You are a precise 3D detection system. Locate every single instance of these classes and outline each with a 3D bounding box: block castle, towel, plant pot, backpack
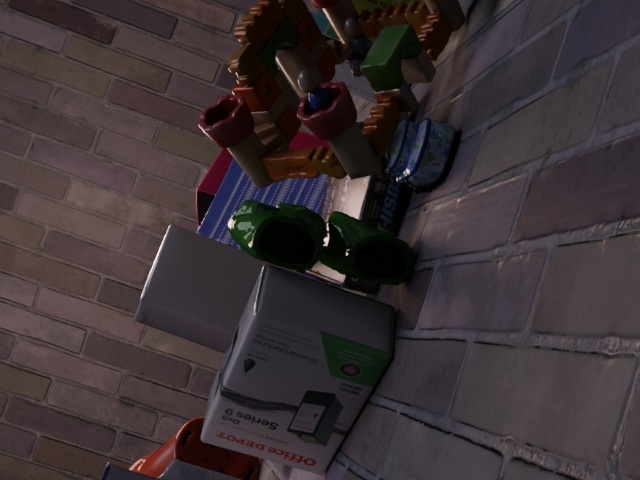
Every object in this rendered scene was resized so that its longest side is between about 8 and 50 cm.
[{"bbox_3d":[0.018,-0.312,1.684,0.303,0.213,0.453,0,48,40],"label":"block castle"},{"bbox_3d":[-0.074,-0.064,2.084,0.243,0.336,0.040,-66,-27,-20],"label":"towel"},{"bbox_3d":[-0.277,0.537,2.262,0.265,0.272,0.272,-51,19,42],"label":"plant pot"},{"bbox_3d":[0.150,-0.134,1.533,0.114,0.084,0.105,158,128,-75],"label":"backpack"}]

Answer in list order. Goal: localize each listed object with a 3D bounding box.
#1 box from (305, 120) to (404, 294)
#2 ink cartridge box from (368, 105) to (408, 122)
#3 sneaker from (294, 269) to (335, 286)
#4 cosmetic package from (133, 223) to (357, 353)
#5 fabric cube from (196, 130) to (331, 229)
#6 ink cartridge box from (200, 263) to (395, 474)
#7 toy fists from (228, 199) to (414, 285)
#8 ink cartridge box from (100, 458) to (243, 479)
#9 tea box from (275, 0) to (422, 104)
[{"bbox_3d":[0.066,-0.064,1.812,0.293,0.073,0.295,-162,86,-77],"label":"box"},{"bbox_3d":[0.122,-0.141,1.947,0.181,0.056,0.224,132,138,-70],"label":"ink cartridge box"},{"bbox_3d":[-0.009,-0.017,2.101,0.102,0.146,0.293,-176,105,-83],"label":"sneaker"},{"bbox_3d":[-0.135,0.121,1.825,0.197,0.366,0.155,129,159,-70],"label":"cosmetic package"},{"bbox_3d":[-0.117,-0.087,2.330,0.259,0.254,0.258,96,-166,-51],"label":"fabric cube"},{"bbox_3d":[-0.038,0.203,1.535,0.121,0.211,0.289,-83,14,-53],"label":"ink cartridge box"},{"bbox_3d":[0.000,0.000,1.514,0.142,0.279,0.096,-166,86,-68],"label":"toy fists"},{"bbox_3d":[-0.192,0.479,1.462,0.071,0.330,0.324,-91,23,-69],"label":"ink cartridge box"},{"bbox_3d":[0.072,-0.494,2.054,0.220,0.329,0.323,-78,11,-48],"label":"tea box"}]
